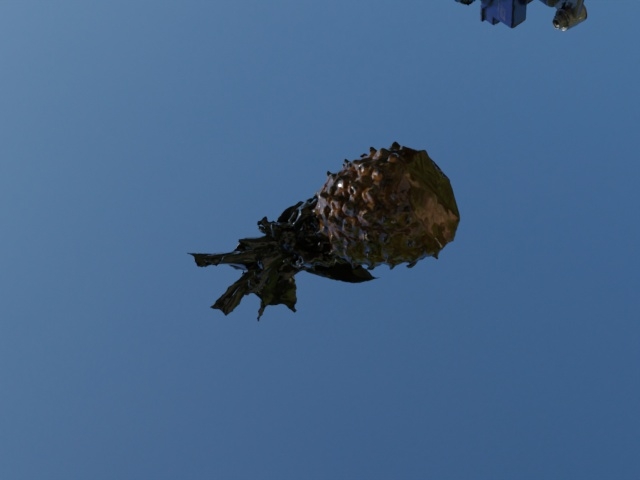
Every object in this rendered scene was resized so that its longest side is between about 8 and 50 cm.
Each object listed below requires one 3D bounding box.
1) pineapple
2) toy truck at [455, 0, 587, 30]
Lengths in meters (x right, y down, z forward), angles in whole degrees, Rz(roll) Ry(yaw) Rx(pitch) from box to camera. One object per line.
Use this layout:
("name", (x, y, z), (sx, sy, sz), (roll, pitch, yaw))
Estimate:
("pineapple", (0.002, -0.001, 1.394), (0.165, 0.364, 0.165), (26, -128, -40))
("toy truck", (0.260, -0.370, 1.374), (0.161, 0.213, 0.177), (-34, -123, -17))
